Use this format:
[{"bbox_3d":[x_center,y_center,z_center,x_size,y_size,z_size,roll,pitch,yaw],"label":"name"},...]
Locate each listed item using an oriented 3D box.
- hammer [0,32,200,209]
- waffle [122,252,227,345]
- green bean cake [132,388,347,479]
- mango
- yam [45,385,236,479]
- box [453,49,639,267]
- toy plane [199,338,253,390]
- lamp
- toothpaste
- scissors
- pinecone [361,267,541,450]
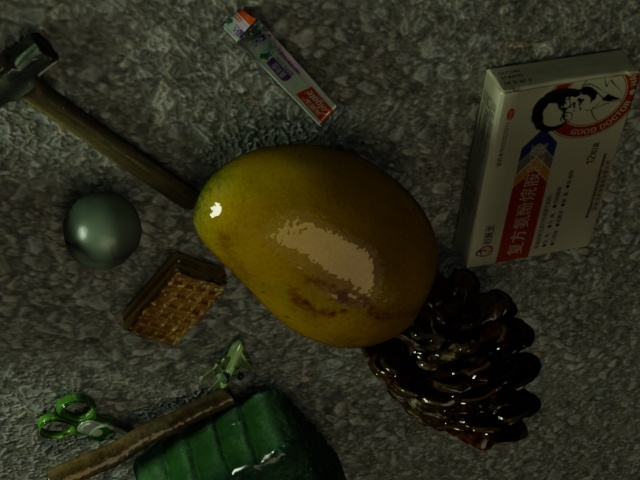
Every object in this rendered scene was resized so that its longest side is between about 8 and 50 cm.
[{"bbox_3d":[-0.275,-0.131,1.515,0.111,0.043,0.365,-38,139,14],"label":"hammer"},{"bbox_3d":[-0.215,0.089,1.761,0.102,0.042,0.148,20,124,-39],"label":"waffle"},{"bbox_3d":[-0.132,0.421,2.054,0.307,0.169,0.300,-27,137,6],"label":"green bean cake"},{"bbox_3d":[0.000,0.000,1.637,0.378,0.221,0.264,29,121,-32],"label":"mango"},{"bbox_3d":[-0.289,0.323,1.939,0.326,0.045,0.045,-25,102,-11],"label":"yam"},{"bbox_3d":[0.329,-0.115,1.775,0.214,0.069,0.353,-10,135,-14],"label":"box"},{"bbox_3d":[-0.143,0.203,1.915,0.102,0.040,0.111,-10,142,-42],"label":"toy plane"},{"bbox_3d":[-0.290,-0.013,1.577,0.105,0.105,0.105,-12,137,-12],"label":"lamp"},{"bbox_3d":[-0.049,-0.219,1.516,0.040,0.047,0.196,-45,135,3],"label":"toothpaste"},{"bbox_3d":[-0.357,0.304,1.935,0.101,0.027,0.204,-40,137,21],"label":"scissors"},{"bbox_3d":[0.210,0.175,1.871,0.242,0.298,0.296,-49,145,-13],"label":"pinecone"}]
